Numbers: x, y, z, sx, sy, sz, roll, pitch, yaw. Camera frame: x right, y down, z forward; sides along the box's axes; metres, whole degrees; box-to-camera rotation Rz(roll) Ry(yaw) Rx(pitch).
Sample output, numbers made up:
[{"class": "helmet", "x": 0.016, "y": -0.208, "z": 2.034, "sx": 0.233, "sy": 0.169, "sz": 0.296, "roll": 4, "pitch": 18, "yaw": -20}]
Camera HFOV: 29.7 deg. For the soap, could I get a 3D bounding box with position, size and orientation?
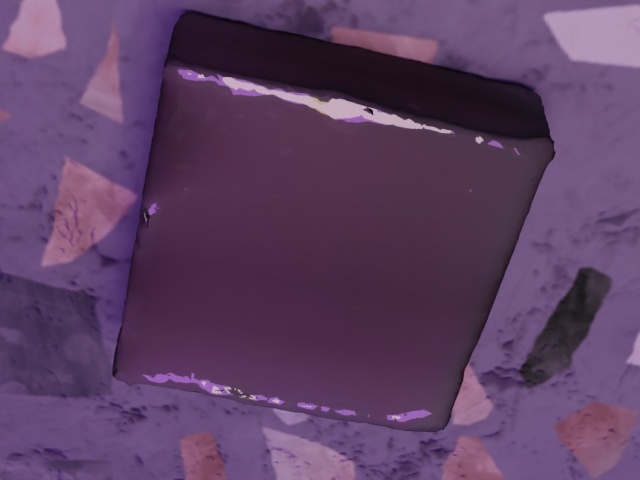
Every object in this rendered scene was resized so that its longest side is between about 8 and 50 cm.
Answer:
[{"class": "soap", "x": 0.000, "y": 0.000, "z": 0.930, "sx": 0.285, "sy": 0.107, "sz": 0.296, "roll": 13, "pitch": 124, "yaw": -6}]
